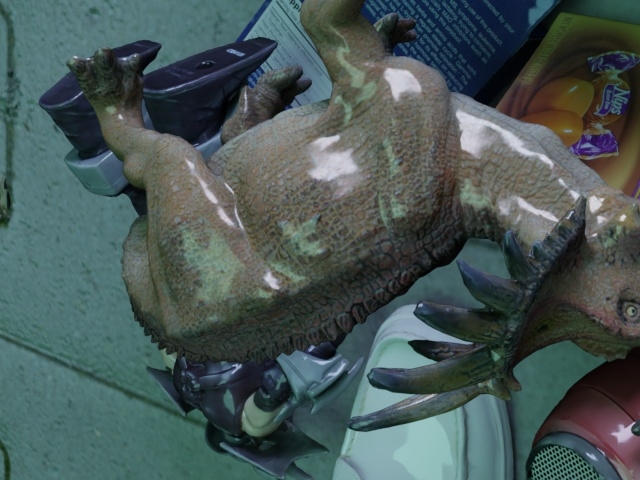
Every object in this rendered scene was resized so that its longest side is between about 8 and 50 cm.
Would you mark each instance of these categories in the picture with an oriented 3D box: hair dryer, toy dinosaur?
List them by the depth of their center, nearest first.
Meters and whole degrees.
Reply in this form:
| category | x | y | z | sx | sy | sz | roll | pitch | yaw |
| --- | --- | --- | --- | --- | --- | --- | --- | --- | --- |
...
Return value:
| category | x | y | z | sx | sy | sz | roll | pitch | yaw |
| --- | --- | --- | --- | --- | --- | --- | --- | --- | --- |
| toy dinosaur | 0.000 | 0.000 | 0.434 | 0.296 | 0.127 | 0.200 | -21 | 70 | 31 |
| hair dryer | 0.122 | 0.106 | 0.486 | 0.293 | 0.223 | 0.080 | -32 | 76 | 8 |

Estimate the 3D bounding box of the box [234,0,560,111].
| category | x | y | z | sx | sy | sz | roll | pitch | yaw |
| --- | --- | --- | --- | --- | --- | --- | --- | --- | --- |
| box | 0.030 | -0.107 | 0.602 | 0.136 | 0.036 | 0.225 | 53 | 127 | 14 |

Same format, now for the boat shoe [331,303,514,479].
| category | x | y | z | sx | sy | sz | roll | pitch | yaw |
| --- | --- | --- | --- | --- | --- | --- | --- | --- | --- |
| boat shoe | 0.042 | 0.176 | 0.621 | 0.098 | 0.096 | 0.277 | 13 | 109 | 34 |

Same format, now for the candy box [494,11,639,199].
| category | x | y | z | sx | sy | sz | roll | pitch | yaw |
| --- | --- | --- | --- | --- | --- | --- | --- | --- | --- |
| candy box | 0.168 | -0.034 | 0.468 | 0.187 | 0.109 | 0.053 | 19 | 149 | 31 |

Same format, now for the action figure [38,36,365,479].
| category | x | y | z | sx | sy | sz | roll | pitch | yaw |
| --- | --- | --- | --- | --- | --- | --- | --- | --- | --- |
| action figure | -0.059 | 0.027 | 0.642 | 0.185 | 0.099 | 0.285 | 16 | 130 | 40 |
